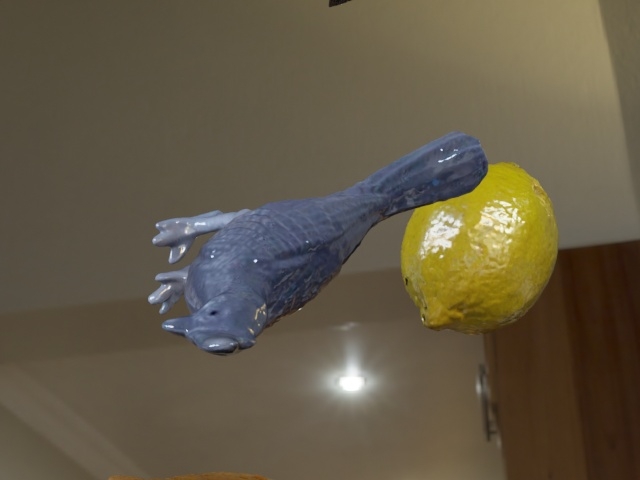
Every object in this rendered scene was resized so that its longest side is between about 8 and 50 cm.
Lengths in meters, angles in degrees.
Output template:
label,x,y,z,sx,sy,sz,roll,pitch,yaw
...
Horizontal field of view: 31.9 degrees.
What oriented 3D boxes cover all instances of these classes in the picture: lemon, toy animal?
label,x,y,z,sx,sy,sz,roll,pitch,yaw
lemon,0.197,0.007,1.375,0.188,0.257,0.188,26,-23,12
toy animal,-0.037,0.009,0.824,0.206,0.367,0.081,-6,-72,35

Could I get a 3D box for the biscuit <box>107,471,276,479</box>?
label,x,y,z,sx,sy,sz,roll,pitch,yaw
biscuit,-0.072,0.196,0.776,0.183,0.043,0.280,6,0,9

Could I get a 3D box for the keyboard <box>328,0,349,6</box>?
label,x,y,z,sx,sy,sz,roll,pitch,yaw
keyboard,0.044,-0.327,1.328,0.067,0.011,0.202,-23,-9,-5
